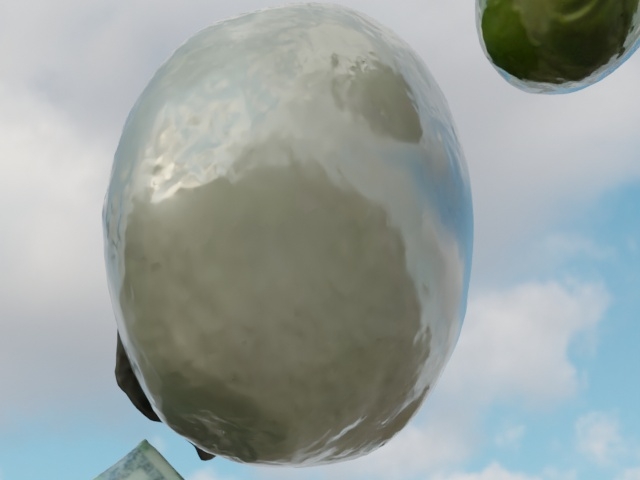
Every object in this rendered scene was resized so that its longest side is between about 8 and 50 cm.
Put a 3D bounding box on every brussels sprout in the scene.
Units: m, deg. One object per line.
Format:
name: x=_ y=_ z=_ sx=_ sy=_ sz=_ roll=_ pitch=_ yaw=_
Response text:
brussels sprout: x=0.199 y=-0.201 z=0.740 sx=0.161 sy=0.144 sz=0.181 roll=-26 pitch=-45 yaw=18

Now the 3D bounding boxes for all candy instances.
candy: x=0.000 y=0.000 z=0.731 sx=0.186 sy=0.386 sz=0.427 roll=1 pitch=2 yaw=33

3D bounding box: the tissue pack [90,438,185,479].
tissue pack: x=-0.102 y=0.315 z=0.573 sx=0.228 sy=0.311 sz=0.128 roll=-35 pitch=-19 yaw=-34
